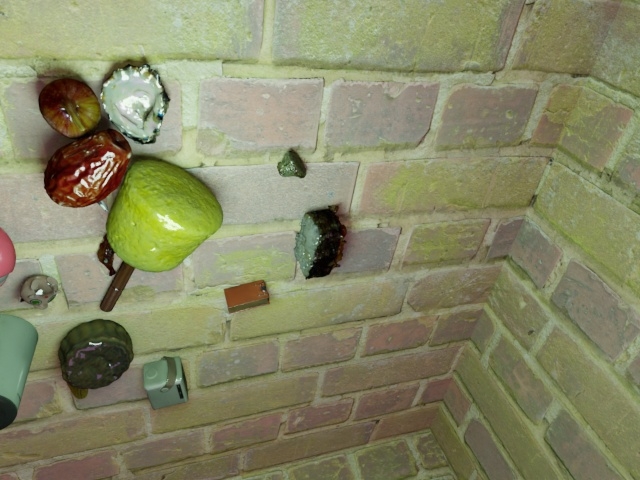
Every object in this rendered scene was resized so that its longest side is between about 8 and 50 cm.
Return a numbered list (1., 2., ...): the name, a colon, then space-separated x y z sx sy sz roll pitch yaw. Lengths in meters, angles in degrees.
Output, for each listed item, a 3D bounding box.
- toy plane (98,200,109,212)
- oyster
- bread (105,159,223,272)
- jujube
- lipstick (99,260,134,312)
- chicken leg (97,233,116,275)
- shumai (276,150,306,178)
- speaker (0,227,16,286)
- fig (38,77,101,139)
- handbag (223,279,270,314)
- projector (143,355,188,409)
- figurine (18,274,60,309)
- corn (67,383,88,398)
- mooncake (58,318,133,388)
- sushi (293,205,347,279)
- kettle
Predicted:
1. toy plane: -0.795 -0.192 1.541 0.160 0.082 0.234 -37 119 -3
2. oyster: -0.574 -0.424 1.453 0.198 0.092 0.260 -20 122 -7
3. bread: -0.539 -0.075 1.576 0.348 0.348 0.308 21 122 -33
4. jujube: -0.712 -0.219 1.397 0.290 0.197 0.197 -35 131 14
5. lipstick: -0.788 0.144 1.822 0.057 0.057 0.357 20 116 -33
6. chicken leg: -0.804 0.050 1.747 0.089 0.048 0.219 16 119 -27
7. shumai: -0.115 -0.276 1.755 0.087 0.099 0.124 -26 131 21
8. speaker: -1.189 0.064 1.519 0.293 0.294 0.295 -11 129 -14
9. fig: -0.727 -0.389 1.328 0.174 0.207 0.175 -2 97 -21
10. handbag: -0.328 0.251 2.045 0.190 0.127 0.063 -14 129 -13
11. projector: -0.740 0.675 2.186 0.177 0.163 0.243 -10 133 -16
12. figurine: -1.049 0.190 1.709 0.125 0.125 0.138 21 132 -33
13. corn: -1.101 0.629 2.059 0.080 0.080 0.231 -6 130 -18
14. mooncake: -0.939 0.483 1.925 0.290 0.161 0.291 -17 125 -25
15. sushi: 0.000 0.000 1.963 0.181 0.196 0.344 -16 138 -34
16. kettle: -1.216 0.454 1.675 0.249 0.377 0.361 -1 127 -21
